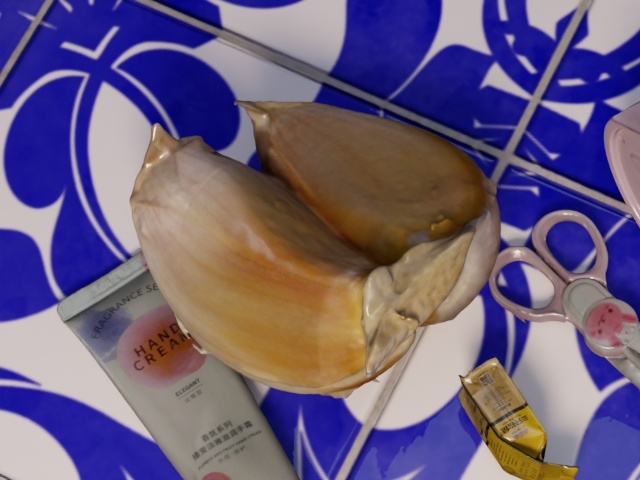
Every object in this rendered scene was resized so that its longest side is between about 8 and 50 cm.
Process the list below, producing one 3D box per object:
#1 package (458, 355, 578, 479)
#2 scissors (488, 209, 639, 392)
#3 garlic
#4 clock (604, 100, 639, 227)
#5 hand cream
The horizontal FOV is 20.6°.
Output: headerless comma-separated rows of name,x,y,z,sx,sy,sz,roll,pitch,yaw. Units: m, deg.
package,0.174,0.173,1.582,0.047,0.071,0.131,-29,71,-12
scissors,0.268,0.078,1.630,0.118,0.030,0.242,-40,67,-10
garlic,0.000,0.000,1.587,0.313,0.249,0.286,28,85,34
clock,0.338,-0.041,1.580,0.068,0.197,0.197,-31,70,-8
hand cream,-0.114,0.152,1.621,0.124,0.078,0.341,-33,66,-8
